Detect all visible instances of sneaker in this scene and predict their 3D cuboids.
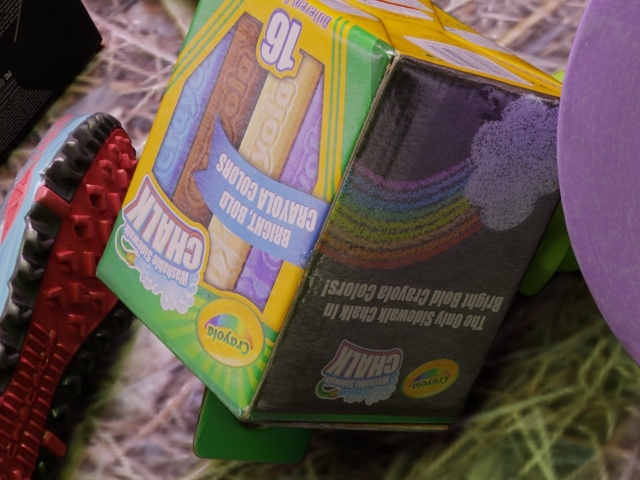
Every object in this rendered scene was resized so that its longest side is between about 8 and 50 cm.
[{"bbox_3d":[-0.176,0.038,0.856,0.125,0.104,0.261,6,56,27],"label":"sneaker"}]

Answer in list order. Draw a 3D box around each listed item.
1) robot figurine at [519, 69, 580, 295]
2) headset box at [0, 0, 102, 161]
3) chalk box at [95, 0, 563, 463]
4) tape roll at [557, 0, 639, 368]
[{"bbox_3d":[0.114,-0.032,0.818,0.101,0.067,0.115,30,67,6],"label":"robot figurine"},{"bbox_3d":[-0.313,-0.115,1.021,0.293,0.110,0.218,21,64,32],"label":"headset box"},{"bbox_3d":[0.000,0.000,0.767,0.132,0.132,0.213,40,113,43],"label":"chalk box"},{"bbox_3d":[0.230,-0.042,0.645,0.275,0.274,0.090,-5,16,18],"label":"tape roll"}]
